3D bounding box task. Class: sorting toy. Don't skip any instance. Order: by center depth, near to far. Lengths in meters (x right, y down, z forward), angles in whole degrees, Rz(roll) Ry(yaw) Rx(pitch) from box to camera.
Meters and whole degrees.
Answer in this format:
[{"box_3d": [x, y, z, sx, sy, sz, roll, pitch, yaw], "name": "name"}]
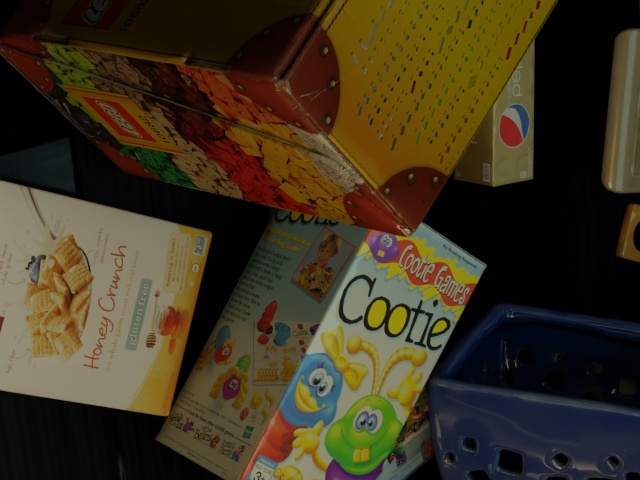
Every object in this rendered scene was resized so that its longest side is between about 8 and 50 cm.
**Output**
[{"box_3d": [0.399, -0.141, 2.169, 0.196, 0.047, 0.348, -3, 101, -41], "name": "sorting toy"}]

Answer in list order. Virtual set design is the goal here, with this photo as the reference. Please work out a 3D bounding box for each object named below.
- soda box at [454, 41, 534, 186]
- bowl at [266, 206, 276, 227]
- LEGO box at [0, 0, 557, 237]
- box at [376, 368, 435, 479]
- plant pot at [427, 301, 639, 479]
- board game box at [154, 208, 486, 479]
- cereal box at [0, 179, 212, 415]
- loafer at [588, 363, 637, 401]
[{"box_3d": [0.175, -0.150, 1.961, 0.061, 0.058, 0.181, -11, 107, -40], "name": "soda box"}, {"box_3d": [0.000, 0.000, 1.841, 0.142, 0.053, 0.142, 8, 93, -43], "name": "bowl"}, {"box_3d": [0.025, -0.281, 1.589, 0.193, 0.372, 0.500, 46, 69, -38], "name": "LEGO box"}, {"box_3d": [0.022, 0.188, 1.906, 0.233, 0.044, 0.159, -35, 121, -31], "name": "box"}, {"box_3d": [0.244, 0.209, 1.948, 0.236, 0.236, 0.212, -39, 134, -63], "name": "plant pot"}, {"box_3d": [0.001, 0.099, 1.734, 0.142, 0.144, 0.275, 32, 84, -37], "name": "board game box"}, {"box_3d": [-0.213, 0.050, 1.665, 0.240, 0.047, 0.173, 13, 90, -42], "name": "cereal box"}, {"box_3d": [0.344, 0.186, 2.157, 0.087, 0.094, 0.251, -56, 129, -23], "name": "loafer"}]
